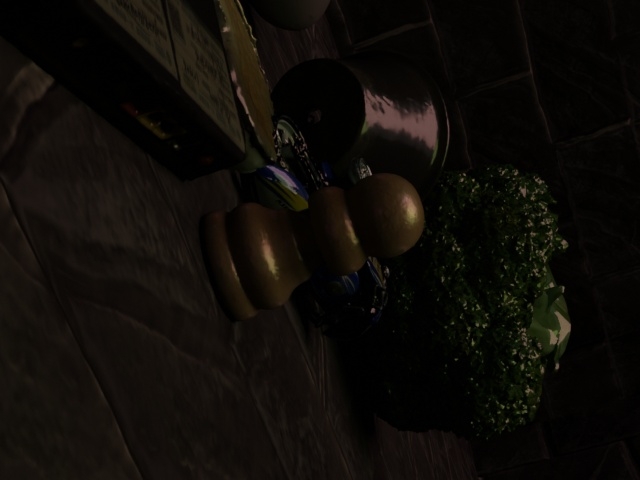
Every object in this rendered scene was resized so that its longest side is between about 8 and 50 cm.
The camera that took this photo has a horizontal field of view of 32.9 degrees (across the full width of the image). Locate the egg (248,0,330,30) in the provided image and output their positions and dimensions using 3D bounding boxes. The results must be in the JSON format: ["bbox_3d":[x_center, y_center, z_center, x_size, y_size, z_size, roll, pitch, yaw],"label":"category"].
[{"bbox_3d":[-0.049,-0.386,1.483,0.146,0.146,0.199,-71,150,-78],"label":"egg"}]

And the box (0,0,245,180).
[{"bbox_3d":[-0.135,-0.178,0.719,0.350,0.058,0.211,48,28,-74],"label":"box"}]

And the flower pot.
[{"bbox_3d":[0.026,-0.138,1.334,0.148,0.235,0.235,16,55,-59],"label":"flower pot"}]

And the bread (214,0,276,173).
[{"bbox_3d":[-0.091,-0.164,0.976,0.172,0.064,0.232,42,33,-77],"label":"bread"}]

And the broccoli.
[{"bbox_3d":[0.181,0.085,1.437,0.413,0.321,0.310,-90,157,-43],"label":"broccoli"}]

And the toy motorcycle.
[{"bbox_3d":[0.005,0.000,1.161,0.315,0.113,0.169,54,27,-40],"label":"toy motorcycle"}]

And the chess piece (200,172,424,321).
[{"bbox_3d":[0.000,0.000,0.863,0.094,0.170,0.094,-15,90,-84],"label":"chess piece"}]
